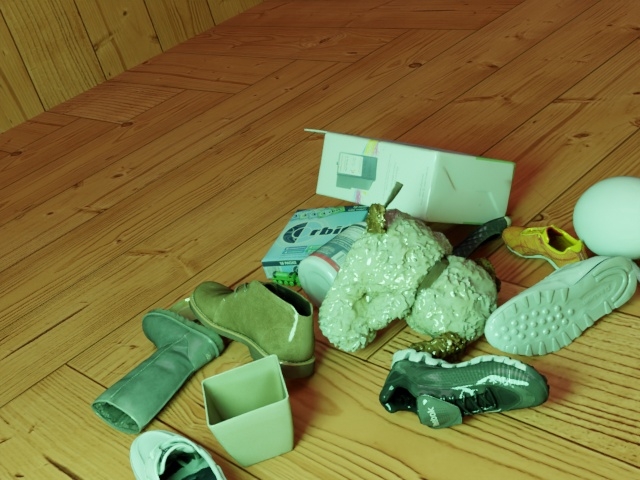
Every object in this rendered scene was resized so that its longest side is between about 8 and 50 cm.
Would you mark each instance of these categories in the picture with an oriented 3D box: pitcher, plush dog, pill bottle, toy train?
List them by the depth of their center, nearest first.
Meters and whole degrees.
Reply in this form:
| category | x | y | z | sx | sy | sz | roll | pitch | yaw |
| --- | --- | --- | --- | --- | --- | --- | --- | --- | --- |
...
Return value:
| category | x | y | z | sx | sy | sz | roll | pitch | yaw |
| --- | --- | --- | --- | --- | --- | --- | --- | --- | --- |
| plush dog | 0.151 | 0.059 | 1.327 | 0.225 | 0.211 | 0.262 | 32 | 57 | 13 |
| pitcher | 0.461 | -0.006 | 1.334 | 0.125 | 0.178 | 0.207 | 15 | -4 | -25 |
| pill bottle | 0.061 | 0.032 | 1.506 | 0.180 | 0.108 | 0.108 | -35 | 32 | -31 |
| toy train | -0.052 | 0.066 | 1.601 | 0.083 | 0.024 | 0.017 | 5 | 35 | 36 |

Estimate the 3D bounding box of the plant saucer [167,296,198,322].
| category | x | y | z | sx | sy | sz | roll | pitch | yaw |
| --- | --- | --- | --- | --- | --- | --- | --- | --- | --- |
| plant saucer | -0.229 | 0.126 | 1.603 | 0.083 | 0.015 | 0.083 | -14 | 28 | 8 |

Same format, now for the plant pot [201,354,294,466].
| category | x | y | z | sx | sy | sz | roll | pitch | yaw |
| --- | --- | --- | --- | --- | --- | --- | --- | --- | --- |
| plant pot | -0.088 | 0.235 | 1.230 | 0.109 | 0.096 | 0.109 | -20 | 27 | -3 |

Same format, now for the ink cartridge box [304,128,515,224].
| category | x | y | z | sx | sy | sz | roll | pitch | yaw |
| --- | --- | --- | --- | --- | --- | --- | --- | --- | --- |
| ink cartridge box | 0.139 | -0.116 | 1.638 | 0.207 | 0.119 | 0.353 | 3 | 10 | -40 |

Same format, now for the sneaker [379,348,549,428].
| category | x | y | z | sx | sy | sz | roll | pitch | yaw |
| --- | --- | --- | --- | --- | --- | --- | --- | --- | --- |
| sneaker | 0.173 | 0.199 | 1.170 | 0.234 | 0.078 | 0.106 | 1 | 36 | 38 |

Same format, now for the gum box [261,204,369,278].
| category | x | y | z | sx | sy | sz | roll | pitch | yaw |
| --- | --- | --- | --- | --- | --- | --- | --- | --- | --- |
| gum box | 0.000 | 0.000 | 1.674 | 0.156 | 0.041 | 0.184 | -4 | 31 | 25 |

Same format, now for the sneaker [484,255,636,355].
| category | x | y | z | sx | sy | sz | roll | pitch | yaw |
| --- | --- | --- | --- | --- | --- | --- | --- | --- | --- |
| sneaker | 0.325 | 0.089 | 1.289 | 0.235 | 0.090 | 0.095 | -22 | 14 | -16 |

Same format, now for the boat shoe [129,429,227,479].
| category | x | y | z | sx | sy | sz | roll | pitch | yaw |
| --- | --- | --- | --- | --- | --- | --- | --- | --- | --- |
| boat shoe | -0.178 | 0.293 | 1.188 | 0.095 | 0.084 | 0.258 | -34 | 32 | -28 |

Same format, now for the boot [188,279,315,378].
| category | x | y | z | sx | sy | sz | roll | pitch | yaw |
| --- | --- | --- | --- | --- | --- | --- | --- | --- | --- |
| boot | -0.103 | 0.103 | 1.433 | 0.112 | 0.115 | 0.305 | -5 | 19 | -37 |

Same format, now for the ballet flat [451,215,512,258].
| category | x | y | z | sx | sy | sz | roll | pitch | yaw |
| --- | --- | --- | --- | --- | --- | --- | --- | --- | --- |
| ballet flat | 0.256 | 0.013 | 1.508 | 0.173 | 0.057 | 0.049 | -34 | 71 | -26 |

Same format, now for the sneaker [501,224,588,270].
| category | x | y | z | sx | sy | sz | roll | pitch | yaw |
| --- | --- | --- | --- | --- | --- | --- | --- | --- | --- |
| sneaker | 0.352 | -0.001 | 1.441 | 0.064 | 0.067 | 0.175 | -32 | 29 | -22 |

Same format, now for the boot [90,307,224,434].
| category | x | y | z | sx | sy | sz | roll | pitch | yaw |
| --- | --- | --- | --- | --- | --- | --- | --- | --- | --- |
| boot | -0.275 | 0.203 | 1.441 | 0.189 | 0.076 | 0.208 | 9 | 44 | 41 |
